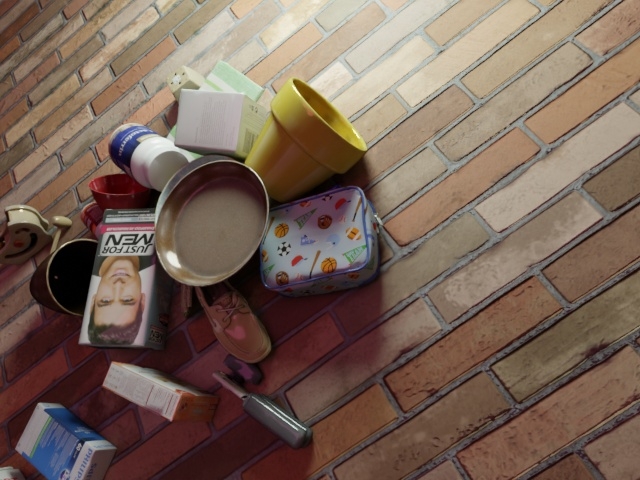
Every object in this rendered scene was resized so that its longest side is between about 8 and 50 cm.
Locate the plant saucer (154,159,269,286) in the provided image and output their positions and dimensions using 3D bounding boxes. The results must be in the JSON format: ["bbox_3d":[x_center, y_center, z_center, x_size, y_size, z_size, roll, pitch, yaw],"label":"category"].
[{"bbox_3d":[-0.250,-0.038,1.143,0.310,0.050,0.311,-8,68,20],"label":"plant saucer"}]

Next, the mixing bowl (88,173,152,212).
[{"bbox_3d":[-0.590,-0.126,1.452,0.181,0.181,0.098,21,120,28],"label":"mixing bowl"}]

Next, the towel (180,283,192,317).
[{"bbox_3d":[-0.354,0.126,1.281,0.027,0.110,0.148,3,69,-18],"label":"towel"}]

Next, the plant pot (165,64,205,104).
[{"bbox_3d":[-0.420,-0.481,1.528,0.109,0.096,0.109,-34,62,8],"label":"plant pot"}]

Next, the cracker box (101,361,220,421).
[{"bbox_3d":[-0.382,0.365,1.171,0.232,0.155,0.067,14,77,26],"label":"cracker box"}]

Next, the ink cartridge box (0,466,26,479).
[{"bbox_3d":[-0.793,0.744,1.138,0.394,0.285,0.166,32,86,30],"label":"ink cartridge box"}]

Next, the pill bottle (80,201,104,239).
[{"bbox_3d":[-0.659,-0.048,1.481,0.152,0.086,0.086,36,88,30],"label":"pill bottle"}]

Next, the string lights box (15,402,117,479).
[{"bbox_3d":[-0.672,0.548,1.276,0.259,0.076,0.134,20,81,28],"label":"string lights box"}]

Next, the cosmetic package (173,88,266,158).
[{"bbox_3d":[-0.261,-0.300,1.281,0.183,0.151,0.152,9,92,16],"label":"cosmetic package"}]

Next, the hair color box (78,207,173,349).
[{"bbox_3d":[-0.511,0.104,1.327,0.185,0.114,0.375,-1,71,10],"label":"hair color box"}]

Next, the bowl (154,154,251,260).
[{"bbox_3d":[-0.270,-0.064,1.277,0.289,0.156,0.290,-8,69,21],"label":"bowl"}]

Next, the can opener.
[{"bbox_3d":[-0.131,0.357,1.111,0.283,0.076,0.095,26,84,28],"label":"can opener"}]

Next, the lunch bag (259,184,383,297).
[{"bbox_3d":[0.000,0.000,1.164,0.303,0.115,0.243,-13,65,20],"label":"lunch bag"}]

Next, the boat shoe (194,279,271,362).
[{"bbox_3d":[-0.229,0.171,1.191,0.109,0.098,0.302,-31,56,-18],"label":"boat shoe"}]

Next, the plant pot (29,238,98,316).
[{"bbox_3d":[-0.733,0.120,1.404,0.230,0.215,0.216,-12,66,36],"label":"plant pot"}]

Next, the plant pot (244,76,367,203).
[{"bbox_3d":[-0.054,-0.227,1.205,0.239,0.254,0.254,-44,60,20],"label":"plant pot"}]

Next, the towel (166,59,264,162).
[{"bbox_3d":[-0.322,-0.356,1.438,0.248,0.038,0.325,43,101,34],"label":"towel"}]

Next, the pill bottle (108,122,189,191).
[{"bbox_3d":[-0.499,-0.240,1.418,0.264,0.153,0.153,30,85,40],"label":"pill bottle"}]

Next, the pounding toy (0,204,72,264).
[{"bbox_3d":[-0.950,-0.003,1.553,0.269,0.154,0.155,-36,61,9],"label":"pounding toy"}]
